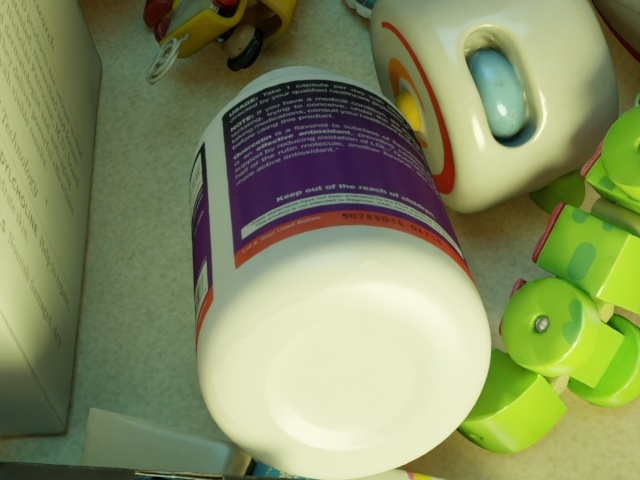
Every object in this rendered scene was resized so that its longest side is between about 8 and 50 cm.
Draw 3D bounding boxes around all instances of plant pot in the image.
[{"bbox_3d":[-0.106,0.184,0.819,0.109,0.109,0.096,11,70,15],"label":"plant pot"}]

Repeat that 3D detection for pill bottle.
[{"bbox_3d":[0.000,0.000,0.850,0.181,0.181,0.323,-11,33,0],"label":"pill bottle"}]

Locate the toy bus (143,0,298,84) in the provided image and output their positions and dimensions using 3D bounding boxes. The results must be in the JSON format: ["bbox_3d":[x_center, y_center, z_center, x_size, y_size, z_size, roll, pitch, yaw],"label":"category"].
[{"bbox_3d":[-0.070,-0.216,1.090,0.202,0.104,0.191,-53,27,8],"label":"toy bus"}]

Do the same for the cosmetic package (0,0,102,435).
[{"bbox_3d":[-0.369,-0.088,0.902,0.329,0.327,0.394,-6,54,3],"label":"cosmetic package"}]

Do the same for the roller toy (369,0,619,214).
[{"bbox_3d":[0.124,-0.125,0.946,0.146,0.191,0.209,-22,55,-8],"label":"roller toy"}]

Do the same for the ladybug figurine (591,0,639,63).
[{"bbox_3d":[0.386,-0.201,0.984,0.305,0.162,0.449,-35,59,-16],"label":"ladybug figurine"}]

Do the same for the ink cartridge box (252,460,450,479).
[{"bbox_3d":[0.058,0.224,0.778,0.231,0.078,0.134,9,56,13],"label":"ink cartridge box"}]

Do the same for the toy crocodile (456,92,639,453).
[{"bbox_3d":[0.202,0.004,0.849,0.105,0.115,0.340,35,95,44],"label":"toy crocodile"}]

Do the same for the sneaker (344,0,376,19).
[{"bbox_3d":[0.049,-0.302,1.131,0.107,0.110,0.275,-22,56,-8],"label":"sneaker"}]

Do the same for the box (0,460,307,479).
[{"bbox_3d":[-0.157,0.269,0.661,0.293,0.073,0.295,2,58,0],"label":"box"}]
